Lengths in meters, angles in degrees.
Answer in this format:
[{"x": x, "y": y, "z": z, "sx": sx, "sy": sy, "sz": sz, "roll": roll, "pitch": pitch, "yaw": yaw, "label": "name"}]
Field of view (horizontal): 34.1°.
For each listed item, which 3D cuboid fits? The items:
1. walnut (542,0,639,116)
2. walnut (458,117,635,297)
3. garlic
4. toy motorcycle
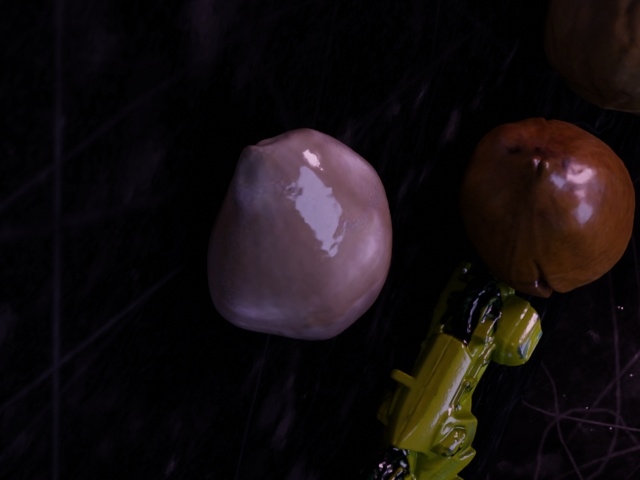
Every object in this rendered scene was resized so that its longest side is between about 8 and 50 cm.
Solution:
[{"x": 0.390, "y": -0.282, "z": 1.232, "sx": 0.227, "sy": 0.283, "sz": 0.283, "roll": 24, "pitch": 90, "yaw": -40, "label": "walnut"}, {"x": 0.261, "y": -0.048, "z": 1.217, "sx": 0.209, "sy": 0.209, "sz": 0.336, "roll": -64, "pitch": 160, "yaw": -6, "label": "walnut"}, {"x": -0.004, "y": 0.008, "z": 0.767, "sx": 0.318, "sy": 0.112, "sz": 0.143, "roll": 48, "pitch": 64, "yaw": -81, "label": "garlic"}, {"x": 0.156, "y": 0.203, "z": 1.326, "sx": 0.342, "sy": 0.142, "sz": 0.206, "roll": -61, "pitch": 162, "yaw": -7, "label": "toy motorcycle"}]
